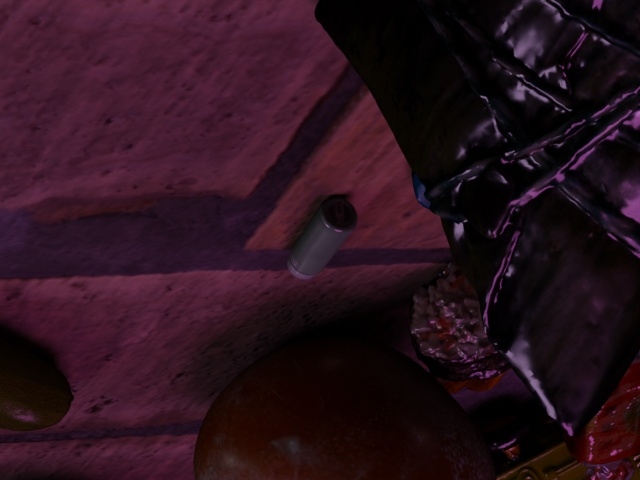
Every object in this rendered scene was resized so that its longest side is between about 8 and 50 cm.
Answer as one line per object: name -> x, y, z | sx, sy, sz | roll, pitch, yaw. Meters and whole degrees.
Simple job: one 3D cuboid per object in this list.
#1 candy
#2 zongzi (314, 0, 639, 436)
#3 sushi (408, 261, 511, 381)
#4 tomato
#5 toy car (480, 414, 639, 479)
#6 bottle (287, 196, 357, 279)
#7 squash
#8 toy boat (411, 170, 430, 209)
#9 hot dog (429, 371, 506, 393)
candy -> 0.279, 0.143, 1.596 | 0.086, 0.059, 0.292 | -9, 130, -10
zongzi -> 0.136, -0.170, 0.778 | 0.383, 0.319, 0.362 | -43, 144, 11
sushi -> 0.146, 0.060, 1.382 | 0.150, 0.091, 0.078 | -17, 158, -1
tomato -> 0.031, 0.205, 1.418 | 0.222, 0.270, 0.270 | -45, 170, -31
toy car -> 0.261, 0.256, 1.760 | 0.247, 0.200, 0.142 | -23, -176, -4
bottle -> 0.000, 0.000, 1.241 | 0.030, 0.030, 0.083 | -4, 153, -25
squash -> -0.251, 0.106, 1.267 | 0.066, 0.066, 0.252 | -23, 154, 14
toy boat -> 0.197, -0.017, 1.258 | 0.299, 0.092, 0.134 | 10, 148, -44
hot dog -> 0.148, 0.094, 1.502 | 0.071, 0.045, 0.165 | -8, 154, -20
